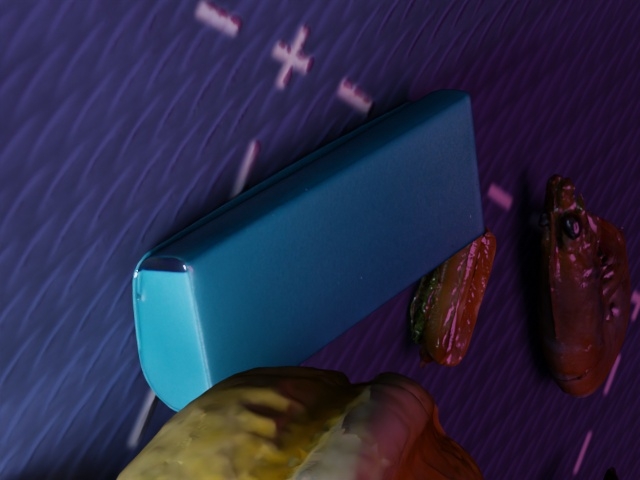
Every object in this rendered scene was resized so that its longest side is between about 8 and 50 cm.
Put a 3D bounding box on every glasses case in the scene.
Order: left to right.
[{"bbox_3d":[-0.001,-0.002,1.028,0.301,0.070,0.117,-31,123,-41],"label":"glasses case"}]

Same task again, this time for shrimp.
[{"bbox_3d":[0.245,0.026,1.383,0.152,0.063,0.287,-51,144,-30],"label":"shrimp"}]

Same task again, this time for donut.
[{"bbox_3d":[-0.063,0.253,0.844,0.449,0.198,0.449,-53,172,-10],"label":"donut"}]

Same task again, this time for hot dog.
[{"bbox_3d":[0.104,0.040,1.219,0.056,0.041,0.133,33,71,-55],"label":"hot dog"}]

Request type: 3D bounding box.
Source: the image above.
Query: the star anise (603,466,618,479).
[{"bbox_3d":[0.255,0.351,1.452,0.271,0.102,0.272,-1,93,-22],"label":"star anise"}]
